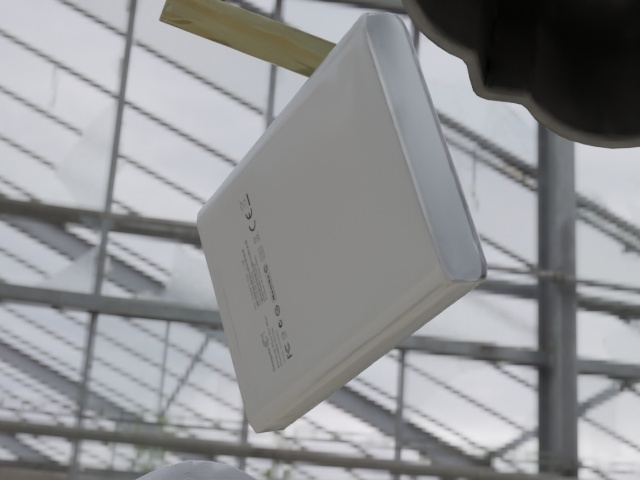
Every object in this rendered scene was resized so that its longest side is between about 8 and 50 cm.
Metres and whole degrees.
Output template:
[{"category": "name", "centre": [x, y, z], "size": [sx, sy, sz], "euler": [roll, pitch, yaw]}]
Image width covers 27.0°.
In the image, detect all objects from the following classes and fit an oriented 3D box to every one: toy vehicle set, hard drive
[{"category": "toy vehicle set", "centre": [-0.048, -0.189, 1.278], "size": [0.166, 0.035, 0.267], "euler": [21, 6, 2]}, {"category": "hard drive", "centre": [0.000, 0.000, 0.999], "size": [0.040, 0.203, 0.307], "euler": [-4, -23, -31]}]

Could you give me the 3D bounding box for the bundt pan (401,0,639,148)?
[{"category": "bundt pan", "centre": [0.192, -0.205, 0.662], "size": [0.330, 0.124, 0.331], "euler": [3, -46, 3]}]

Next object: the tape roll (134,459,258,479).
[{"category": "tape roll", "centre": [-0.129, 0.338, 1.361], "size": [0.219, 0.219, 0.072], "euler": [2, -35, 3]}]
